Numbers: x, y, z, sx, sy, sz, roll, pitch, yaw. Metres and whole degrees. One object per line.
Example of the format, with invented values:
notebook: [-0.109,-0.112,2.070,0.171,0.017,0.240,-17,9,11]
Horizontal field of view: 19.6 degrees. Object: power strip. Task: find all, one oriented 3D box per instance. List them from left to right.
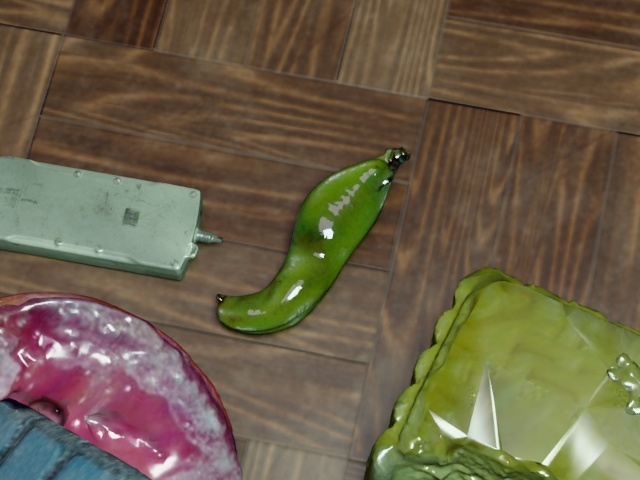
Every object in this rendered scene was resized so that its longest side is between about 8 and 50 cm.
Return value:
power strip: [-0.192,-0.018,1.577,0.227,0.029,0.080,10,67,8]

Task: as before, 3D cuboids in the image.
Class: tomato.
tomato: [-0.231,0.203,1.413,0.290,0.176,0.335,33,79,-20]

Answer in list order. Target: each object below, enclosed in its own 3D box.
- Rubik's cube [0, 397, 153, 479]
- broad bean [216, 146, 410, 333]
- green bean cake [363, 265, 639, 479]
Rubik's cube: [-0.139,0.350,1.184,0.344,0.344,0.337,43,75,-23]
broad bean: [0.000,0.000,1.550,0.070,0.048,0.213,41,78,16]
green bean cake: [0.172,0.157,1.436,0.236,0.124,0.233,23,71,11]
